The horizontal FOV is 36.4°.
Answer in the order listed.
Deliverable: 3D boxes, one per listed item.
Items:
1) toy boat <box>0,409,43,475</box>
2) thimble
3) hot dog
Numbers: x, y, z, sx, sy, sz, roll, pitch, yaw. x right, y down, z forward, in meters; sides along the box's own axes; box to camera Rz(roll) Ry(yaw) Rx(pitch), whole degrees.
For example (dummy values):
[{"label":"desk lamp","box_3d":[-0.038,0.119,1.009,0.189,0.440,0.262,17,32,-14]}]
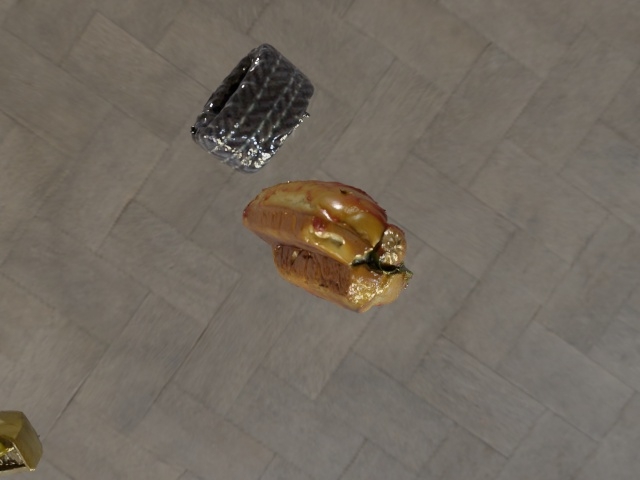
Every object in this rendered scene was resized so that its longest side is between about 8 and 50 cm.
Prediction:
[{"label":"toy boat","box_3d":[-0.343,0.202,0.892,0.226,0.088,0.068,-11,113,34]},{"label":"thimble","box_3d":[-0.058,-0.111,0.831,0.066,0.095,0.104,37,103,-21]},{"label":"hot dog","box_3d":[0.001,-0.001,0.435,0.038,0.144,0.062,-37,103,-12]}]
